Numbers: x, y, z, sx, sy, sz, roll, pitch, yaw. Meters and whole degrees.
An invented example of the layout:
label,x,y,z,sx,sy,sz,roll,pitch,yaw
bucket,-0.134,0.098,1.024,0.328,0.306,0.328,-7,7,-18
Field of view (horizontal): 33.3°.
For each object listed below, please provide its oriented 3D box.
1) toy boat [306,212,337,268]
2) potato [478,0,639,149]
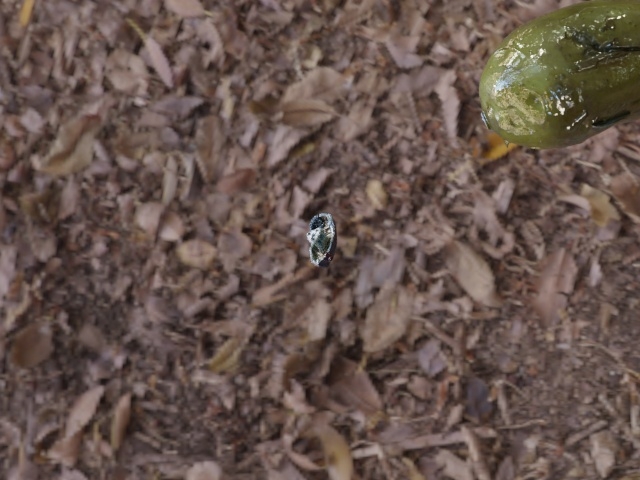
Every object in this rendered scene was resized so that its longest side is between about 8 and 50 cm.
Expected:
label,x,y,z,sx,sy,sz,roll,pitch,yaw
toy boat,0.000,0.000,1.255,0.038,0.038,0.083,-32,39,30
potato,0.301,-0.185,1.187,0.248,0.169,0.143,-13,76,-5
